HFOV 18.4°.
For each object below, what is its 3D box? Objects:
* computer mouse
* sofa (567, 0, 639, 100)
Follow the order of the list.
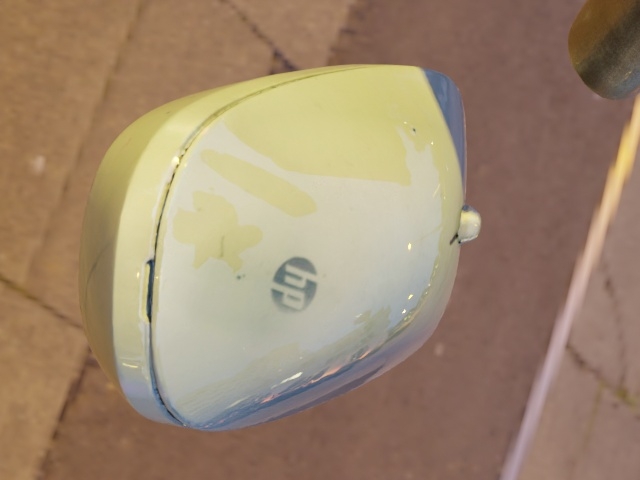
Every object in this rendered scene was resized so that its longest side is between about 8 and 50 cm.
[{"bbox_3d":[0.005,0.001,0.914,0.288,0.097,0.159,-9,106,-51],"label":"computer mouse"},{"bbox_3d":[0.154,-0.216,0.953,0.182,0.200,0.258,-2,60,-28],"label":"sofa"}]
